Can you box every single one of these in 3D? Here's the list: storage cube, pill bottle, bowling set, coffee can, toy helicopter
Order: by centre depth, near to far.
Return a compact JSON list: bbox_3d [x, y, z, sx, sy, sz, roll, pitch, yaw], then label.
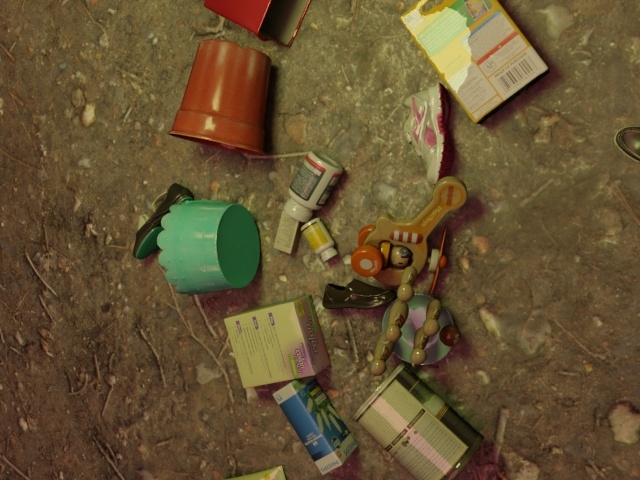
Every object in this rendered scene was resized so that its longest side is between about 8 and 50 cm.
[{"bbox_3d":[0.251,0.222,1.513,0.200,0.154,0.287,16,119,9],"label":"bowling set"},{"bbox_3d":[0.255,-0.011,1.549,0.235,0.140,0.355,34,122,-7],"label":"toy helicopter"},{"bbox_3d":[0.248,0.482,1.581,0.275,0.201,0.201,42,111,14],"label":"coffee can"},{"bbox_3d":[-0.158,-0.658,1.635,0.193,0.184,0.215,32,109,19],"label":"storage cube"},{"bbox_3d":[-0.025,-0.146,1.679,0.108,0.108,0.180,37,109,16],"label":"pill bottle"},{"bbox_3d":[0.000,0.000,1.708,0.065,0.065,0.116,-35,81,24],"label":"pill bottle"}]

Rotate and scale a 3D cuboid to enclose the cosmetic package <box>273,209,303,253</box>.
[{"bbox_3d":[-0.089,-0.026,1.758,0.060,0.041,0.115,21,105,20],"label":"cosmetic package"}]

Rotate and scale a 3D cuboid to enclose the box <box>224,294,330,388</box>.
[{"bbox_3d":[-0.125,0.291,1.771,0.243,0.117,0.213,-17,89,26],"label":"box"}]

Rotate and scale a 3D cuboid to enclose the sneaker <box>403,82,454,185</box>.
[{"bbox_3d":[0.269,-0.262,1.545,0.111,0.103,0.252,-3,88,28],"label":"sneaker"}]

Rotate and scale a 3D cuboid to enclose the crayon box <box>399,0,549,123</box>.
[{"bbox_3d":[0.368,-0.471,1.473,0.203,0.083,0.323,-37,84,24],"label":"crayon box"}]

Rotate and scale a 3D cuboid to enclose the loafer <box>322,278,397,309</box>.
[{"bbox_3d":[0.100,0.144,1.672,0.220,0.080,0.078,-6,94,25],"label":"loafer"}]

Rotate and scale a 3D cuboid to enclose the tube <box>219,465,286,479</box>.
[{"bbox_3d":[-0.212,0.760,1.901,0.240,0.062,0.070,-16,130,20],"label":"tube"}]

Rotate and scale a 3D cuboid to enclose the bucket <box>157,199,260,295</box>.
[{"bbox_3d":[-0.307,0.019,1.741,0.183,0.281,0.281,-2,95,23],"label":"bucket"}]

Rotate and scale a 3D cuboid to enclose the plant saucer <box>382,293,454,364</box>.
[{"bbox_3d":[0.263,0.233,1.632,0.195,0.037,0.194,3,99,22],"label":"plant saucer"}]

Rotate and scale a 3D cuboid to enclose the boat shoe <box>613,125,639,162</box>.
[{"bbox_3d":[0.760,-0.190,1.344,0.228,0.069,0.081,30,107,18],"label":"boat shoe"}]

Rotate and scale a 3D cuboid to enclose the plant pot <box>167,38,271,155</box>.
[{"bbox_3d":[-0.259,-0.392,1.683,0.273,0.272,0.265,13,94,22],"label":"plant pot"}]

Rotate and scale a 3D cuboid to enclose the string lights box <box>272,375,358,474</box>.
[{"bbox_3d":[-0.014,0.511,1.738,0.077,0.133,0.259,-37,81,22],"label":"string lights box"}]

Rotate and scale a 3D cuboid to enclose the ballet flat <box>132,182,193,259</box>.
[{"bbox_3d":[-0.505,-0.067,1.919,0.280,0.095,0.096,-47,67,11],"label":"ballet flat"}]
